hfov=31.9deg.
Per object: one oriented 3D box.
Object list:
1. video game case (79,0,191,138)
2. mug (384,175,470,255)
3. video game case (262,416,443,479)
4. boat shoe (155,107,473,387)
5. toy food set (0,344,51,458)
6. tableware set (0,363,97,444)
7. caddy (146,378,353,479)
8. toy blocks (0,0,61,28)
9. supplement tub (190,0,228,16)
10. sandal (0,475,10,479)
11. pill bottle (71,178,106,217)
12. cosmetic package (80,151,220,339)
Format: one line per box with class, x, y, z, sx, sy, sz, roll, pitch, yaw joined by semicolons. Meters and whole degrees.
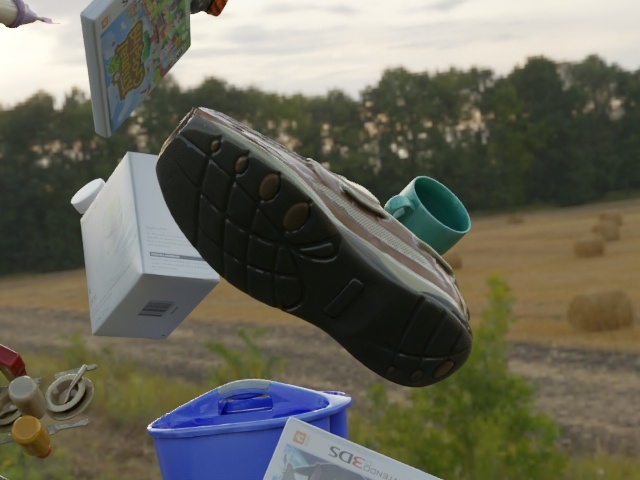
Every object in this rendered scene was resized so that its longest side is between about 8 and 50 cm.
video game case;-0.218;-0.254;1.361;0.023;0.193;0.212;28;-32;12
mug;0.170;-0.039;1.937;0.097;0.157;0.129;-47;19;31
video game case;0.015;0.302;1.106;0.183;0.201;0.023;22;-16;3
boat shoe;0.000;0.000;0.993;0.122;0.324;0.120;-42;16;30
toy food set;-0.462;0.208;1.547;0.232;0.111;0.104;23;-26;11
tableware set;-0.474;0.268;1.869;0.194;0.039;0.128;-14;44;11
caddy;-0.110;0.313;1.800;0.341;0.179;0.241;-8;2;16
toy blocks;-0.621;-0.384;1.840;0.288;0.309;0.260;19;9;36
supplement tub;-0.214;-0.383;1.533;0.190;0.117;0.117;19;-8;-20
sandal;-0.434;0.399;1.535;0.086;0.120;0.303;27;-20;32
pill bottle;-0.428;-0.030;2.329;0.108;0.193;0.108;-29;25;15
cosmetic package;-0.284;0.012;1.823;0.138;0.225;0.224;7;-33;-31
